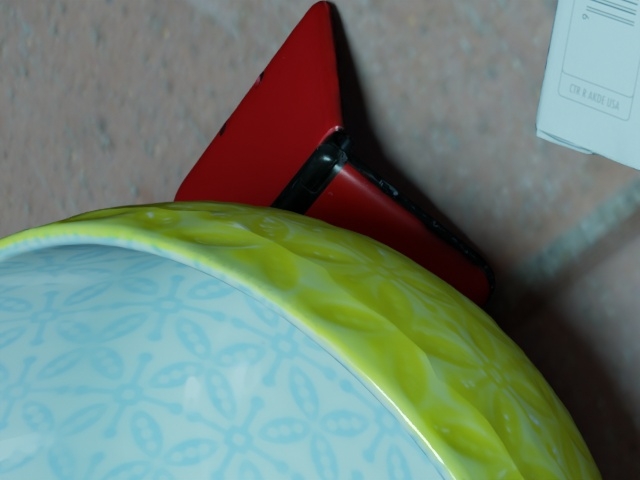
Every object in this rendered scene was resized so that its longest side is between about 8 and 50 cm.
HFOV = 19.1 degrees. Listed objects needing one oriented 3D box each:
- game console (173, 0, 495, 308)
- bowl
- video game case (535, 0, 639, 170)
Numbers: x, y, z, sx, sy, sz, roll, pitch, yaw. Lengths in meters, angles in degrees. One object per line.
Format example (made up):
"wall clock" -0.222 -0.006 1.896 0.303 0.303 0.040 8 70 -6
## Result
"game console" 0.000 0.000 0.777 0.124 0.085 0.144 38 132 -2
"bowl" 0.003 0.104 0.672 0.289 0.156 0.290 18 121 33
"video game case" 0.186 -0.121 0.503 0.244 0.061 0.270 28 118 42
